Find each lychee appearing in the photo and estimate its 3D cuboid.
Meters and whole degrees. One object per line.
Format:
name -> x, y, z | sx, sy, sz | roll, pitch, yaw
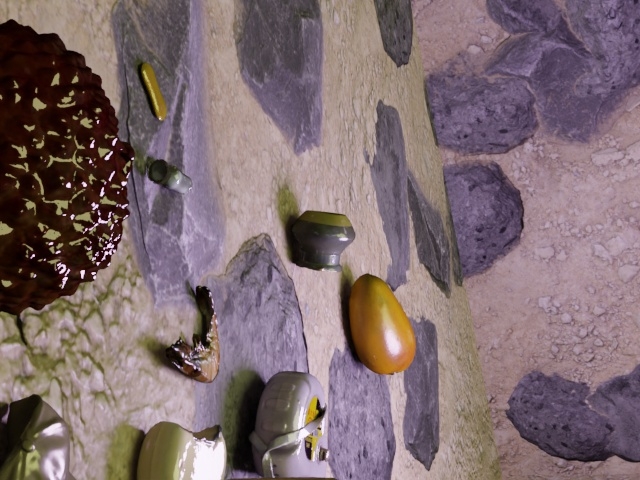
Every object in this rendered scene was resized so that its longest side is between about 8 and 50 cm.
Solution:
lychee -> -0.287, -0.063, 0.790 | 0.300, 0.264, 0.264 | -19, 104, -45

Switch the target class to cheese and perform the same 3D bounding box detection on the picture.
cheese -> -0.196, 0.359, 1.200 | 0.163, 0.070, 0.249 | 57, 33, -51

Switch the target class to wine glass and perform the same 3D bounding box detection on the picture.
wine glass -> -0.220, -0.090, 1.309 | 0.039, 0.042, 0.083 | -63, 157, -4

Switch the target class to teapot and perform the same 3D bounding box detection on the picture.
teapot -> 0.000, 0.000, 1.801 | 0.165, 0.130, 0.119 | -152, -111, -76

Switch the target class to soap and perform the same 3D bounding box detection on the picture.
soap -> -0.246, -0.220, 1.309 | 0.034, 0.012, 0.089 | -64, 144, -56

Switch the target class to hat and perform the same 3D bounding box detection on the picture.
hat -> -0.279, 0.269, 0.925 | 0.173, 0.144, 0.166 | 38, 45, -28

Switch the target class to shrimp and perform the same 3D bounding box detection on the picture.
shrimp -> -0.189, 0.134, 1.329 | 0.195, 0.035, 0.148 | 53, 39, -67

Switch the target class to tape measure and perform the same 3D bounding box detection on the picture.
tape measure -> -0.049, 0.328, 1.542 | 0.236, 0.120, 0.197 | 50, 44, -65

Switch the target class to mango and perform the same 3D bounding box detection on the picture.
mango -> 0.138, 0.208, 2.082 | 0.175, 0.139, 0.254 | -86, 154, -59

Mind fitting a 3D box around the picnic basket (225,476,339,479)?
picnic basket -> -0.059, 0.517, 1.305 | 0.175, 0.228, 0.313 | 50, 40, -55
